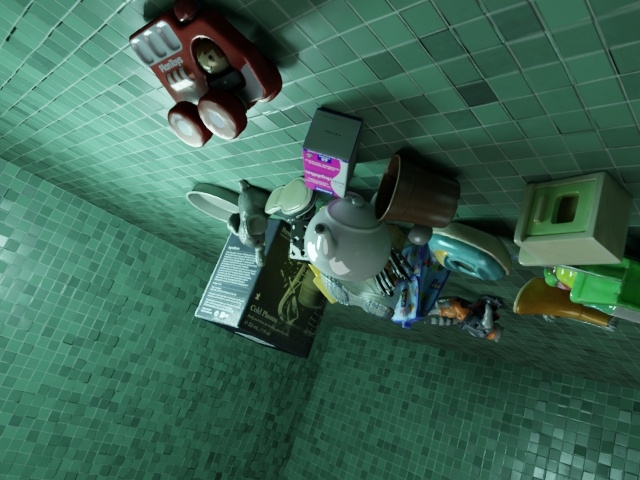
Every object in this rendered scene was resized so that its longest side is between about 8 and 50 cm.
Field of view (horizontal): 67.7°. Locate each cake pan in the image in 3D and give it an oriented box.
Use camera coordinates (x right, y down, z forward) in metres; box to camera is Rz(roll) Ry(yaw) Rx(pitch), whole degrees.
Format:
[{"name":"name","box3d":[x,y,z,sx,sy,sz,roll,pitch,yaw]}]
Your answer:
[{"name":"cake pan","box3d":[-0.395,-0.144,1.925,0.293,0.054,0.293,18,163,6]}]

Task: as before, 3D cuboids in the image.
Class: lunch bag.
[{"name":"lunch bag","box3d":[0.339,0.167,1.653,0.138,0.293,0.221,22,163,-9]}]

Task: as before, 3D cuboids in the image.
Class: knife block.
[{"name":"knife block","box3d":[0.185,0.067,1.603,0.276,0.242,0.088,6,158,39]}]

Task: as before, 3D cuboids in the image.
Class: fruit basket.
[{"name":"fruit basket","box3d":[0.711,0.108,1.265,0.327,0.165,0.353,16,176,-20]}]

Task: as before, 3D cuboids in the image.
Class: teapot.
[{"name":"teapot","box3d":[0.085,-0.030,1.259,0.252,0.256,0.187,6,123,-11]}]

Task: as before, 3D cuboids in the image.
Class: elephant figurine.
[{"name":"elephant figurine","box3d":[-0.245,-0.056,1.707,0.186,0.239,0.169,21,164,-3]}]

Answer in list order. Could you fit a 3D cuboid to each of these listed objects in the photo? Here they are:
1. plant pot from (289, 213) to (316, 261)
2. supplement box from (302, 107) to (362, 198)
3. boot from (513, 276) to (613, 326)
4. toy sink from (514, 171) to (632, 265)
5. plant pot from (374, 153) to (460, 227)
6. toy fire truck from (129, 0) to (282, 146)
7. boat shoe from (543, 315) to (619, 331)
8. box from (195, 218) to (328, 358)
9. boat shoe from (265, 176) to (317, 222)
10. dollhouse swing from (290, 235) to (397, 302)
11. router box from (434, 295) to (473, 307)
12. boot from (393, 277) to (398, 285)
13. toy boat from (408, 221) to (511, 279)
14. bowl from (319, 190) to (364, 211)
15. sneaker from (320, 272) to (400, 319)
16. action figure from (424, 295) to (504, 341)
[{"name":"plant pot","box3d":[0.000,0.000,1.611,0.187,0.188,0.167,5,-178,40]},{"name":"supplement box","box3d":[0.028,-0.204,1.156,0.111,0.114,0.220,17,165,6]},{"name":"boot","box3d":[0.713,0.186,1.367,0.295,0.104,0.211,-11,-151,-38]},{"name":"toy sink","box3d":[0.519,-0.040,1.043,0.131,0.153,0.234,29,162,-27]},{"name":"plant pot","box3d":[0.237,-0.109,1.158,0.165,0.167,0.167,14,164,-8]},{"name":"toy fire truck","box3d":[-0.238,-0.346,0.963,0.302,0.169,0.254,1,136,45]},{"name":"boat shoe","box3d":[0.847,0.242,1.641,0.320,0.103,0.118,2,156,45]},{"name":"box","box3d":[-0.213,0.212,2.114,0.297,0.472,0.480,4,157,39]},{"name":"boat shoe","box3d":[-0.071,-0.114,1.527,0.113,0.127,0.340,26,164,-23]},{"name":"dollhouse swing","box3d":[0.098,0.068,1.884,0.315,0.305,0.347,-21,173,9]},{"name":"router box","box3d":[0.620,0.306,2.204,0.133,0.046,0.179,25,162,-15]},{"name":"boot","box3d":[0.419,0.171,1.974,0.197,0.073,0.152,9,154,-33]},{"name":"toy boat","box3d":[0.365,0.009,1.332,0.318,0.148,0.267,38,172,-34]},{"name":"bowl","box3d":[0.090,-0.100,1.467,0.170,0.080,0.170,19,164,6]},{"name":"sneaker","box3d":[0.138,0.164,1.646,0.297,0.129,0.111,25,143,19]},{"name":"action figure","box3d":[0.611,0.348,2.033,0.330,0.178,0.341,20,149,8]}]
